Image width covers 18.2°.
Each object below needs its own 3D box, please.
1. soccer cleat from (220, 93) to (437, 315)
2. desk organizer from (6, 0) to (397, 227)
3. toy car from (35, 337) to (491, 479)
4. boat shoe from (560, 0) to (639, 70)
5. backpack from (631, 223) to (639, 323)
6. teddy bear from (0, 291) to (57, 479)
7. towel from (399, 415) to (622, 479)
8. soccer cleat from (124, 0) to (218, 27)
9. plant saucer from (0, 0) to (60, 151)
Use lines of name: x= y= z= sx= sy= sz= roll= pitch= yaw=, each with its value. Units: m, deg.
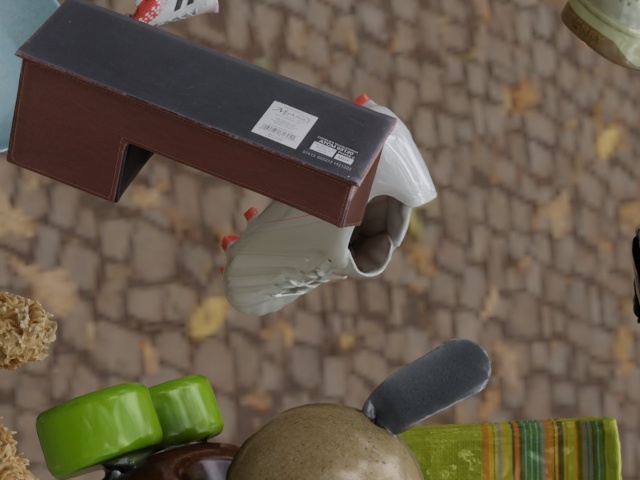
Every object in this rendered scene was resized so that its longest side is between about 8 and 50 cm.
soccer cleat: x=0.000 y=0.000 z=1.090 sx=0.068 sy=0.196 sz=0.076 roll=-24 pitch=71 yaw=-35
desk organizer: x=-0.044 y=-0.036 z=0.720 sx=0.047 sy=0.130 sz=0.050 roll=-59 pitch=168 yaw=-52
toy car: x=-0.001 y=0.116 z=0.856 sx=0.155 sy=0.188 sz=0.149 roll=70 pitch=16 yaw=7
boat shoe: x=0.292 y=-0.181 z=1.463 sx=0.285 sy=0.104 sz=0.089 roll=-13 pitch=137 yaw=-49
backpack: x=0.379 y=0.082 z=1.770 sx=0.253 sy=0.191 sz=0.225 roll=-115 pitch=-178 yaw=-53
teddy bear: x=-0.286 y=0.130 z=1.358 sx=0.113 sy=0.245 sz=0.338 roll=-27 pitch=105 yaw=-70
towel: x=0.071 y=0.166 z=1.250 sx=0.021 sy=0.237 sz=0.102 roll=55 pitch=32 yaw=-74
soccer cleat: x=-0.075 y=-0.132 z=1.093 sx=0.035 sy=0.083 sz=0.029 roll=47 pitch=7 yaw=-11
plant saucer: x=-0.276 y=-0.133 z=1.467 sx=0.195 sy=0.037 sz=0.195 roll=10 pitch=55 yaw=-15
